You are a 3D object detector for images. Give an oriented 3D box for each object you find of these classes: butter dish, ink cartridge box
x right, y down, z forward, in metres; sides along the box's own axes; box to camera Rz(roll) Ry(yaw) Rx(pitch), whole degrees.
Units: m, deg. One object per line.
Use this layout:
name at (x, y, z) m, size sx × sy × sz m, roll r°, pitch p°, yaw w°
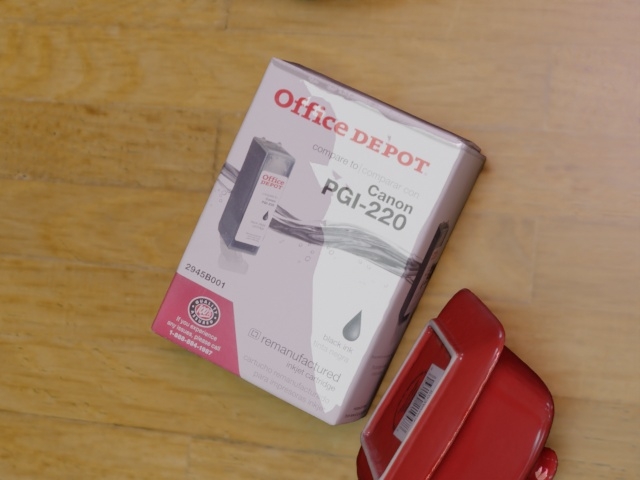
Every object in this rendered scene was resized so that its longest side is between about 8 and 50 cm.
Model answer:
butter dish at (0.107, 0.133, 0.936) m, size 0.118 × 0.160 × 0.160 m, roll 30°, pitch 97°, yaw -9°
ink cartridge box at (0.000, 0.000, 0.983) m, size 0.158 × 0.092 × 0.218 m, roll 26°, pitch 94°, yaw 15°
